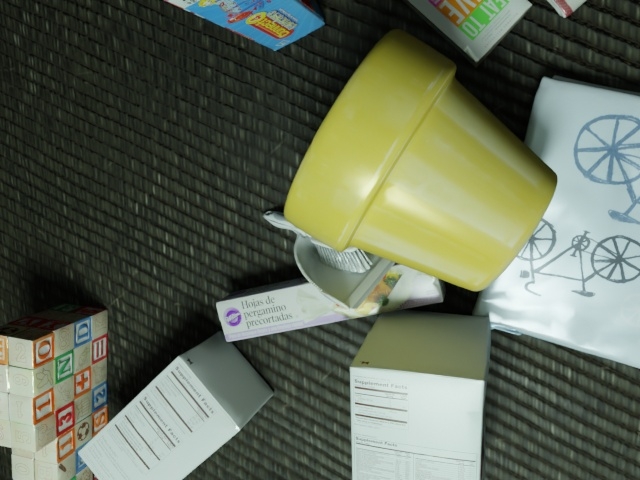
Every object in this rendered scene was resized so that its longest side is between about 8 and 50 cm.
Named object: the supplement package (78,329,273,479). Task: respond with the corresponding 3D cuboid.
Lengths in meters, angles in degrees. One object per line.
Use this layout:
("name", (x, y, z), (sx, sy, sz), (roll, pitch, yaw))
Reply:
("supplement package", (-0.215, 0.275, 0.871), (0.244, 0.139, 0.134), (-43, 84, 18))

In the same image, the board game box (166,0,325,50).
("board game box", (-0.130, -0.398, 0.658), (0.086, 0.302, 0.308), (-23, 91, 18))

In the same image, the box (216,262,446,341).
("box", (0.012, 0.080, 0.816), (0.323, 0.067, 0.063), (-13, 95, 18))

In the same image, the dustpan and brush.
("dustpan and brush", (0.000, 0.000, 0.797), (0.211, 0.147, 0.060), (16, 144, 43))

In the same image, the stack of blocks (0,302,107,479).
("stack of blocks", (-0.425, 0.267, 0.913), (0.087, 0.171, 0.297), (6, 101, 15))

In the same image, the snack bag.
("snack bag", (0.389, -0.003, 0.714), (0.323, 0.037, 0.343), (16, 105, 14))

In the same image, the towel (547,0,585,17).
("towel", (0.342, -0.459, 0.657), (0.329, 0.037, 0.237), (-41, 88, 19))

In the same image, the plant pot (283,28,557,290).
("plant pot", (0.123, -0.071, 0.671), (0.239, 0.254, 0.254), (32, 106, 3))

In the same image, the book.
("book", (0.179, -0.306, 0.730), (0.144, 0.035, 0.096), (45, 103, 7))

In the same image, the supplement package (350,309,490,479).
("supplement package", (0.132, 0.217, 0.725), (0.149, 0.194, 0.203), (3, 105, 18))
